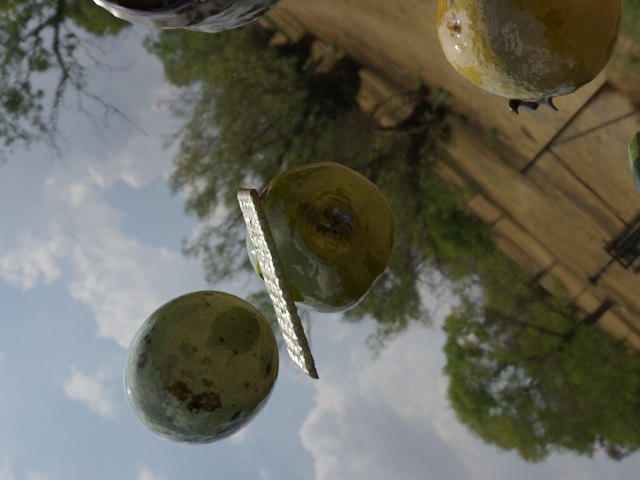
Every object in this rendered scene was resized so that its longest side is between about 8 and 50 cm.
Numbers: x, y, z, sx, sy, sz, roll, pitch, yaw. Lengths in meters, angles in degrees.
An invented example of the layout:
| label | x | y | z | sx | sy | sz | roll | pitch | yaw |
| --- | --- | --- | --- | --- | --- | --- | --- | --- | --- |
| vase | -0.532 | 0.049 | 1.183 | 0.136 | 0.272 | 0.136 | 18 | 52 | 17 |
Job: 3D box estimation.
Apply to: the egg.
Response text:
| label | x | y | z | sx | sy | sz | roll | pitch | yaw |
| --- | --- | --- | --- | --- | --- | --- | --- | --- | --- |
| egg | -0.227 | 0.246 | 1.739 | 0.287 | 0.287 | 0.379 | 41 | -160 | -6 |

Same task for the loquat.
| label | x | y | z | sx | sy | sz | roll | pitch | yaw |
| --- | --- | --- | --- | --- | --- | --- | --- | --- | --- |
| loquat | 0.263 | -0.282 | 1.146 | 0.244 | 0.244 | 0.244 | 40 | -170 | -8 |

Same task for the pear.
| label | x | y | z | sx | sy | sz | roll | pitch | yaw |
| --- | --- | --- | --- | --- | --- | --- | --- | --- | --- |
| pear | 0.000 | 0.000 | 1.755 | 0.287 | 0.287 | 0.375 | 43 | 168 | 7 |

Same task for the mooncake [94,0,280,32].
| label | x | y | z | sx | sy | sz | roll | pitch | yaw |
| --- | --- | --- | --- | --- | --- | --- | --- | --- | --- |
| mooncake | -0.190 | -0.489 | 1.244 | 0.393 | 0.394 | 0.246 | 51 | -151 | 9 |

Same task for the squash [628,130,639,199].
| label | x | y | z | sx | sy | sz | roll | pitch | yaw |
| --- | --- | --- | --- | --- | --- | --- | --- | --- | --- |
| squash | 0.550 | -0.103 | 1.493 | 0.066 | 0.066 | 0.229 | 37 | -145 | -25 |

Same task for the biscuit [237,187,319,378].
| label | x | y | z | sx | sy | sz | roll | pitch | yaw |
| --- | --- | --- | --- | --- | --- | --- | --- | --- | --- |
| biscuit | -0.054 | 0.048 | 1.086 | 0.139 | 0.016 | 0.231 | -165 | 58 | -78 |
